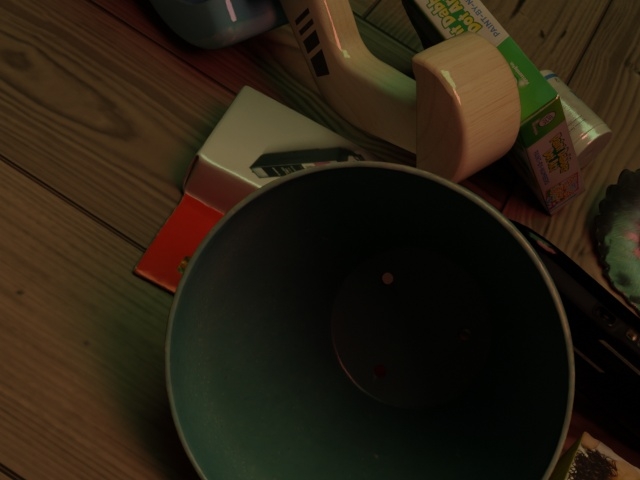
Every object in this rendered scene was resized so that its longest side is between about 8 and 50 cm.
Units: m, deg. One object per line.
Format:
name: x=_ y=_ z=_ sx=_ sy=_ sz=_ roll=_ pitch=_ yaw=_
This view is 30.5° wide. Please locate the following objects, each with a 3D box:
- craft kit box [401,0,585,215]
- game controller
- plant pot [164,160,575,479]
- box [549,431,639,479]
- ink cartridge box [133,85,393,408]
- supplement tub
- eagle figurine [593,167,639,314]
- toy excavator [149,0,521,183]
craft kit box: x=0.172 y=-0.170 z=1.220 sx=0.250 sy=0.061 sz=0.246 roll=56 pitch=7 yaw=25
game controller: x=0.241 y=0.087 z=1.017 sx=0.319 sy=0.166 sz=0.067 roll=39 pitch=70 yaw=-13
plant pot: x=0.052 y=0.083 z=0.898 sx=0.290 sy=0.290 sz=0.195 roll=39 pitch=13 yaw=9
box: x=0.200 y=0.262 z=0.937 sx=0.087 sy=0.058 sz=0.232 roll=34 pitch=43 yaw=4
ink cartridge box: x=0.000 y=0.000 z=1.073 sx=0.275 sy=0.060 sz=0.239 roll=28 pitch=41 yaw=-2
supplement tub: x=0.273 y=-0.137 z=1.343 sx=0.071 sy=0.071 sz=0.107 roll=-24 pitch=65 yaw=-41
eagle figurine: x=0.449 y=0.049 z=1.215 sx=0.226 sy=0.225 sz=0.298 roll=56 pitch=-5 yaw=-30
toy excavator: x=-0.030 y=-0.259 z=1.152 sx=0.222 sy=0.433 sz=0.445 roll=-30 pitch=106 yaw=-34
